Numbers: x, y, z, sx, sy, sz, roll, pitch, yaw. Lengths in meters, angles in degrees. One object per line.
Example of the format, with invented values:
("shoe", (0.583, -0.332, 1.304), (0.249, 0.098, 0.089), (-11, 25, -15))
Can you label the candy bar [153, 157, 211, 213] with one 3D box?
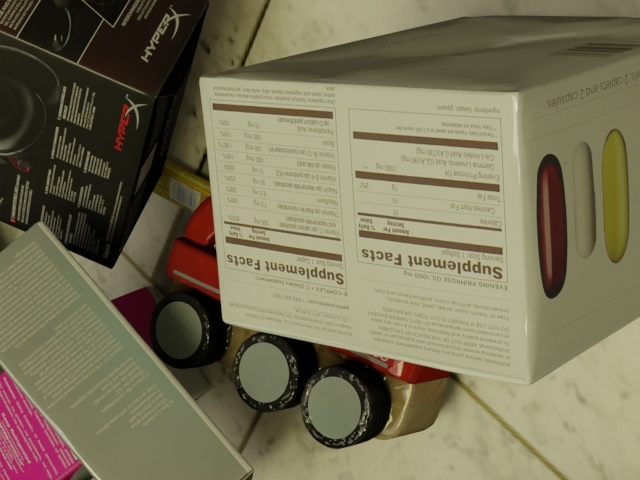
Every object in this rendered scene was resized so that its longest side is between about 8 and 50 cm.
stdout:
("candy bar", (-0.132, -0.054, 1.150), (0.161, 0.018, 0.040), (28, 125, 31))

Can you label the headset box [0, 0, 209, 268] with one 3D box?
("headset box", (-0.252, -0.130, 1.018), (0.293, 0.110, 0.218), (23, 142, -1))

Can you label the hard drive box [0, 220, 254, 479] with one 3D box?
("hard drive box", (-0.157, 0.116, 1.027), (0.232, 0.089, 0.181), (49, 170, 6))

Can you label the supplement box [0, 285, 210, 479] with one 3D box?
("supplement box", (-0.216, 0.147, 1.229), (0.220, 0.111, 0.114), (-37, 80, 41))

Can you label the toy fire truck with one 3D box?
("toy fire truck", (0.000, 0.000, 0.986), (0.217, 0.158, 0.246), (23, 101, 29))

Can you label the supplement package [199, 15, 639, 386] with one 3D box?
("supplement package", (0.098, -0.040, 0.788), (0.204, 0.261, 0.145), (9, 110, 39))
